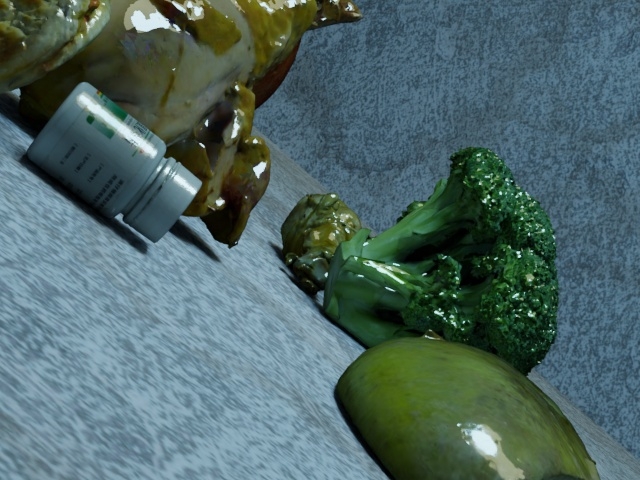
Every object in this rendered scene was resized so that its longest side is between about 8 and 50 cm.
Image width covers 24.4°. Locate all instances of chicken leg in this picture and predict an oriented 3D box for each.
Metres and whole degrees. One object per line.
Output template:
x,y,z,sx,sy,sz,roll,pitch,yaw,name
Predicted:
0.000,0.000,1.774,0.088,0.103,0.228,53,6,-12,chicken leg
-0.105,-0.147,1.458,0.182,0.409,0.295,-16,-81,49,chicken leg

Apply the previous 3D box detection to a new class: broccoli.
0.144,0.046,1.669,0.275,0.308,0.308,12,12,-15,broccoli

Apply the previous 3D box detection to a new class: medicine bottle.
-0.168,-0.062,1.213,0.130,0.080,0.080,37,5,-10,medicine bottle

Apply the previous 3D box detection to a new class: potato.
0.140,0.172,1.194,0.269,0.112,0.255,37,6,3,potato

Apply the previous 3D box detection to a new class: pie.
-0.263,-0.182,1.225,0.205,0.179,0.084,45,-21,58,pie

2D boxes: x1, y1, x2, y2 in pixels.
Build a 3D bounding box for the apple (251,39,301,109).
-0.171,-0.286,1.692,0.348,0.348,0.277,41,19,23,apple
